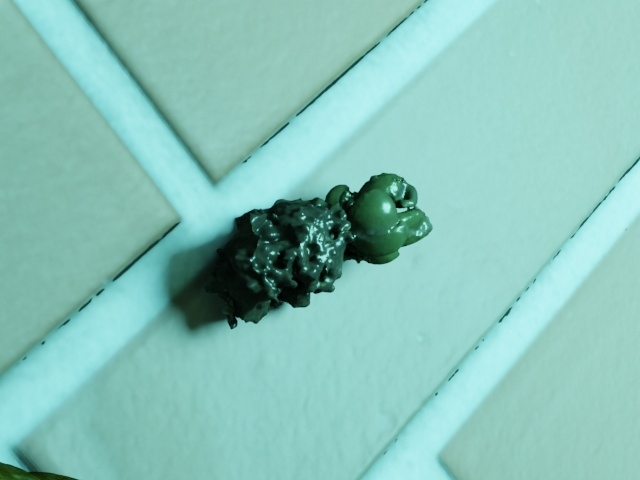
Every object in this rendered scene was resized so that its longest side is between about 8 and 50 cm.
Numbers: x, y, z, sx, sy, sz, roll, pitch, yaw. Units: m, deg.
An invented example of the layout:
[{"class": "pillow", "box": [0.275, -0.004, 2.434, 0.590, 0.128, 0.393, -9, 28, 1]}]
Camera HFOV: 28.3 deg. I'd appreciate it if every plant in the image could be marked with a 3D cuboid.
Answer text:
[{"class": "plant", "box": [0.000, 0.000, 0.855, 0.174, 0.087, 0.085, -23, 123, -28]}]

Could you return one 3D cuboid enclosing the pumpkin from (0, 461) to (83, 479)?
[{"class": "pumpkin", "box": [-0.148, 0.207, 0.604, 0.325, 0.242, 0.232, 10, 46, -59]}]
